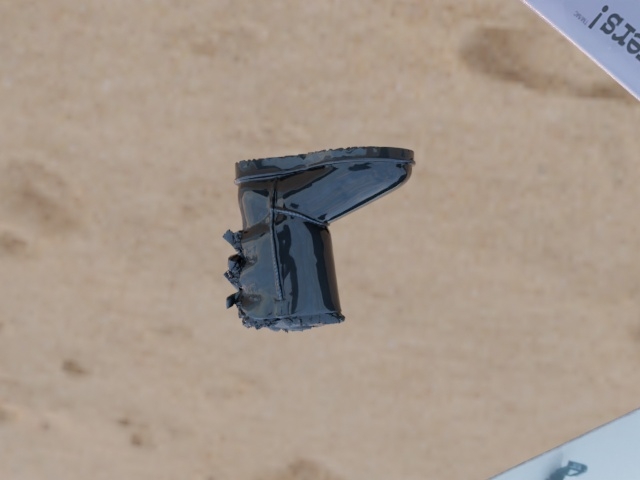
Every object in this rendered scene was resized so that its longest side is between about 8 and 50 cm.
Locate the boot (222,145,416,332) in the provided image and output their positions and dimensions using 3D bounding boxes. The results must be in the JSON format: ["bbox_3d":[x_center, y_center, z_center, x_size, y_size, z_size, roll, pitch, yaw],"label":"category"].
[{"bbox_3d":[0.000,0.000,1.107,0.121,0.099,0.045,-6,170,25],"label":"boot"}]

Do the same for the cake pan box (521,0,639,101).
[{"bbox_3d":[0.196,-0.072,0.926,0.070,0.267,0.246,-51,151,12],"label":"cake pan box"}]

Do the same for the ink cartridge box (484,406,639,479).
[{"bbox_3d":[0.211,0.236,1.224,0.275,0.239,0.060,-30,160,31],"label":"ink cartridge box"}]
